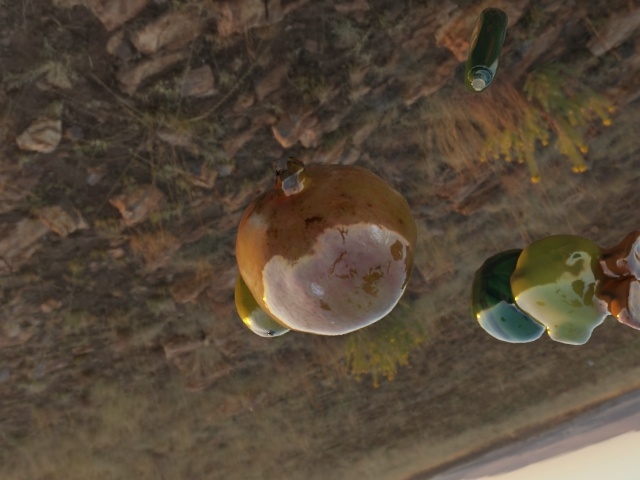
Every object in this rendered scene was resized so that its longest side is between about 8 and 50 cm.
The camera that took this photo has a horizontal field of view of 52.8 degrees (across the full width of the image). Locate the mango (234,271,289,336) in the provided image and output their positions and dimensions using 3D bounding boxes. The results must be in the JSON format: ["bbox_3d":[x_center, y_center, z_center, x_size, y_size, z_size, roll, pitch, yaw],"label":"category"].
[{"bbox_3d":[-0.108,0.080,1.599,0.195,0.331,0.142,0,155,18],"label":"mango"}]

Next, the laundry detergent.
[{"bbox_3d":[0.303,-0.335,1.201,0.063,0.211,0.137,17,138,4],"label":"laundry detergent"}]

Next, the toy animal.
[{"bbox_3d":[0.430,0.086,1.223,0.191,0.216,0.338,33,148,-32],"label":"toy animal"}]

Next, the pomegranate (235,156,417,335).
[{"bbox_3d":[0.000,0.000,1.146,0.338,0.338,0.338,-17,157,-7],"label":"pomegranate"}]
